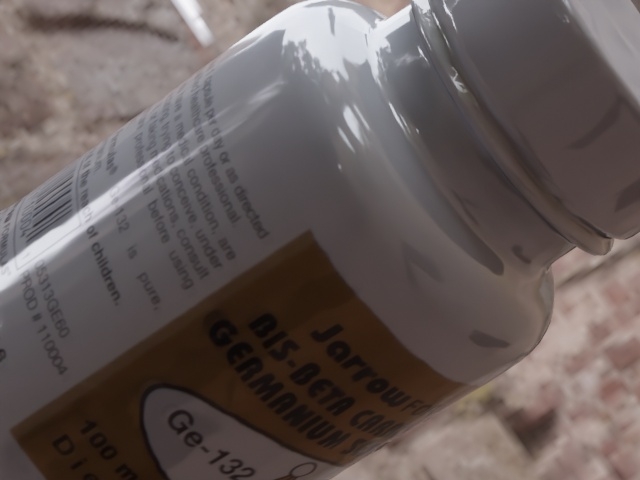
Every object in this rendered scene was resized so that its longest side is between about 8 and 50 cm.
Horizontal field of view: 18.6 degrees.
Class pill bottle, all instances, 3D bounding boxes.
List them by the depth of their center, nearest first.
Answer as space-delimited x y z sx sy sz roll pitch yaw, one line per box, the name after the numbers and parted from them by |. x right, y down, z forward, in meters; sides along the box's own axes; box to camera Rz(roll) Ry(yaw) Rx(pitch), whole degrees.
0.000 0.000 0.609 0.229 0.131 0.131 -34 -14 19 | pill bottle
